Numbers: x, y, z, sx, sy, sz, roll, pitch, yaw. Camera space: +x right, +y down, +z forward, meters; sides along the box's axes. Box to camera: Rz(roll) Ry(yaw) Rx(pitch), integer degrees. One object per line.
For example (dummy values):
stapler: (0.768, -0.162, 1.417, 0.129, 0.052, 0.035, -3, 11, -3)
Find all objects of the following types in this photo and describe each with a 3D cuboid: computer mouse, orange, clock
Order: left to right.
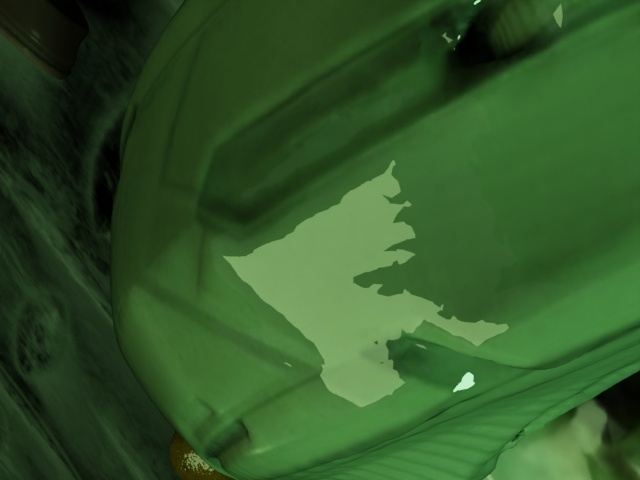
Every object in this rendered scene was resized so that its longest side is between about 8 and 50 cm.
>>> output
clock: (-0.236, -0.199, 0.988, 0.244, 0.056, 0.244, 51, -175, -6)
orange: (-0.082, 0.172, 1.281, 0.085, 0.085, 0.085, 40, 151, 27)
computer mouse: (0.030, -0.027, 0.619, 0.429, 0.145, 0.228, -36, 68, 40)

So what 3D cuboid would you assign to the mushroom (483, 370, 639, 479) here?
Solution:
mushroom: (0.196, 0.094, 0.664, 0.344, 0.130, 0.247, 26, 119, 40)
